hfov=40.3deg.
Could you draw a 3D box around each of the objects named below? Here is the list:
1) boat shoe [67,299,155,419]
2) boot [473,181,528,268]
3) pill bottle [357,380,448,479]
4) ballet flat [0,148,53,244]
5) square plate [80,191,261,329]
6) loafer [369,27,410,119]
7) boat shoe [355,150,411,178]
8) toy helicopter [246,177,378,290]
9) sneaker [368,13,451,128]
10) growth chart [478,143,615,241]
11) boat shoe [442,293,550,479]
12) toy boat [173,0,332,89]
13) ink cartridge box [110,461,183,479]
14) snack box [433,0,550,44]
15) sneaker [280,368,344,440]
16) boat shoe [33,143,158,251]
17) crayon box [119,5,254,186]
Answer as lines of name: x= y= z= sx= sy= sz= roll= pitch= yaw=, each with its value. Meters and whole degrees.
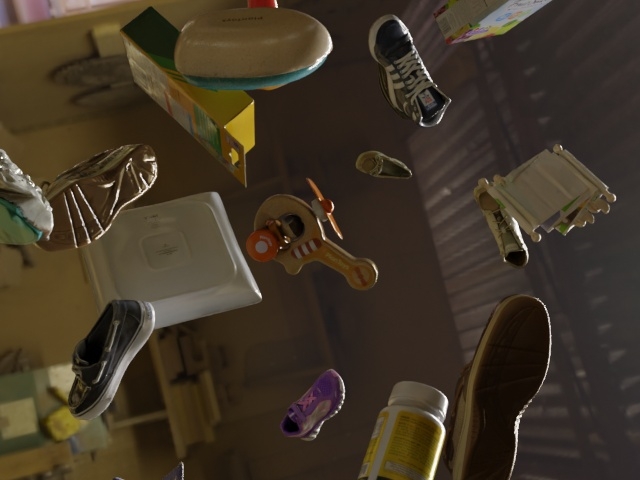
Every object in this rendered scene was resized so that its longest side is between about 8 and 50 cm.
boat shoe: x=-0.432 y=0.230 z=1.682 sx=0.301 sy=0.102 sz=0.108 roll=-52 pitch=-133 yaw=25
boot: x=0.463 y=-0.038 z=2.220 sx=0.213 sy=0.077 sz=0.165 roll=48 pitch=25 yaw=-45
pill bottle: x=0.140 y=0.349 z=1.455 sx=0.119 sy=0.119 sz=0.208 roll=91 pitch=19 yaw=-56
ballet flat: x=-0.495 y=-0.101 z=1.081 sx=0.147 sy=0.409 sz=0.147 roll=11 pitch=90 yaw=-73
square plate: x=-0.346 y=0.035 z=1.947 sx=0.049 sy=0.347 sz=0.344 roll=99 pitch=-28 yaw=-50
loafer: x=0.192 y=-0.423 z=2.223 sx=0.084 sy=0.096 sz=0.267 roll=-100 pitch=167 yaw=-70
boat shoe: x=0.150 y=-0.174 z=2.068 sx=0.048 sy=0.153 sz=0.056 roll=35 pitch=-73 yaw=47
toy helicopter: x=0.000 y=0.000 z=2.241 sx=0.235 sy=0.355 sz=0.140 roll=-58 pitch=-179 yaw=13
sneaker: x=0.204 y=-0.370 z=1.956 sx=0.153 sy=0.099 sz=0.282 roll=52 pitch=-7 yaw=40
growth chart: x=0.416 y=-0.085 z=1.567 sx=0.172 sy=0.237 sz=0.021 roll=54 pitch=-33 yaw=16
boat shoe: x=0.255 y=0.230 z=1.351 sx=0.123 sy=0.123 sz=0.342 roll=-135 pitch=-132 yaw=-61
toy boat: x=-0.109 y=-0.346 z=1.535 sx=0.318 sy=0.268 sz=0.148 roll=-85 pitch=173 yaw=-54
ink cartridge box: x=-0.321 y=0.484 z=1.164 sx=0.071 sy=0.330 sz=0.324 roll=40 pitch=17 yaw=-23
snack box: x=0.328 y=-0.426 z=1.510 sx=0.207 sy=0.174 sz=0.070 roll=-32 pitch=-98 yaw=49
sneaker: x=-0.027 y=0.428 z=2.237 sx=0.236 sy=0.104 sz=0.095 roll=-58 pitch=-132 yaw=27
boat shoe: x=-0.374 y=-0.070 z=1.392 sx=0.285 sy=0.089 sz=0.104 roll=-44 pitch=133 yaw=-50
crayon box: x=-0.228 y=-0.268 z=1.654 sx=0.323 sy=0.083 sz=0.203 roll=44 pitch=-15 yaw=9
